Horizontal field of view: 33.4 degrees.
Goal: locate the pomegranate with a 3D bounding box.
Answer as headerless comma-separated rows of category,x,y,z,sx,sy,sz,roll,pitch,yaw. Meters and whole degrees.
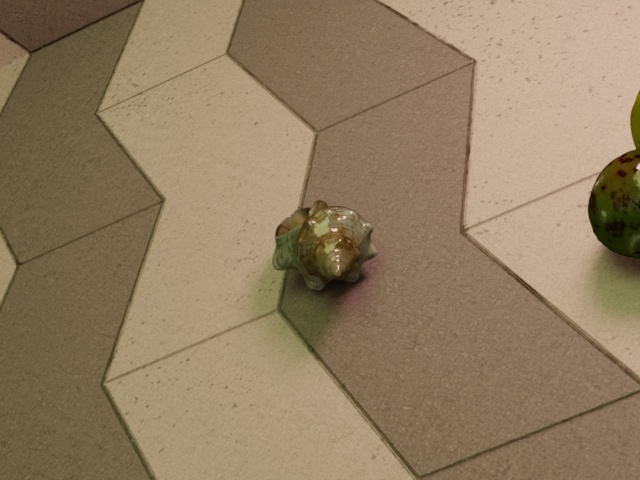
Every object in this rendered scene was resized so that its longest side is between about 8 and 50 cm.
pomegranate,0.569,-0.041,1.811,0.211,0.211,0.263,-20,62,11

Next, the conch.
conch,0.002,0.014,2.123,0.203,0.169,0.386,-7,6,-7

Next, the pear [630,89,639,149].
pear,0.650,-0.212,1.912,0.187,0.219,0.187,-14,47,16
